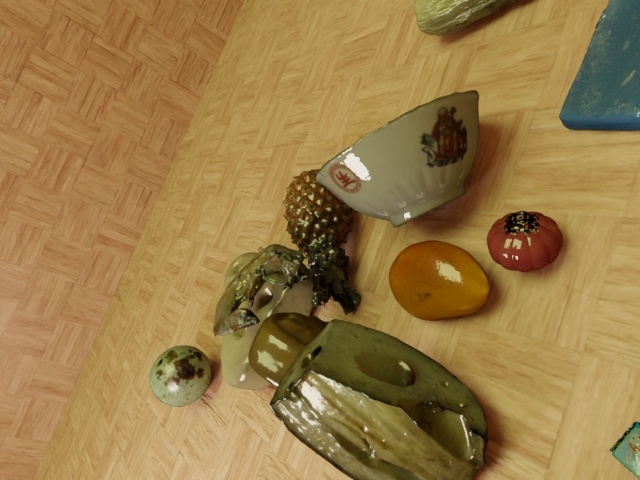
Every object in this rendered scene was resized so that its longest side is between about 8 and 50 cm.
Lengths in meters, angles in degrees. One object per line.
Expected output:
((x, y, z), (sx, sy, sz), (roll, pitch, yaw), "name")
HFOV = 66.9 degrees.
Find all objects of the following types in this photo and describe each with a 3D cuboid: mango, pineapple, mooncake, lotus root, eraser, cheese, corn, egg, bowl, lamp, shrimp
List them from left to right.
((-0.409, 0.394, 1.405), (0.231, 0.169, 0.169), (-37, 41, 49), "egg")
((-0.172, 0.197, 1.237), (0.351, 0.129, 0.328), (13, 77, 54), "cheese")
((-0.128, 0.102, 1.026), (0.360, 0.085, 0.247), (-16, 35, 56), "shrimp")
((-0.026, 0.220, 0.940), (0.117, 0.234, 0.235), (-61, 33, 6), "mooncake")
((0.000, 0.000, 1.109), (0.175, 0.175, 0.361), (-37, 41, 35), "pineapple")
((0.093, 0.260, 0.765), (0.210, 0.314, 0.142), (-65, -12, 27), "lotus root")
((0.171, -0.124, 0.912), (0.337, 0.337, 0.158), (-28, 86, 42), "bowl")
((0.199, 0.071, 0.839), (0.217, 0.102, 0.141), (9, 81, 58), "mango")
((0.340, -0.547, 1.046), (0.305, 0.122, 0.123), (-12, 60, 49), "corn")
((0.311, 0.001, 0.741), (0.107, 0.092, 0.107), (-16, 33, 10), "lamp")
((0.496, -0.318, 0.745), (0.144, 0.042, 0.312), (23, 87, 57), "eraser")

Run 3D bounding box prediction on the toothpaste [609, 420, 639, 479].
((0.404, 0.282, 0.441), (0.050, 0.065, 0.267), (-57, 34, 10), "toothpaste")
